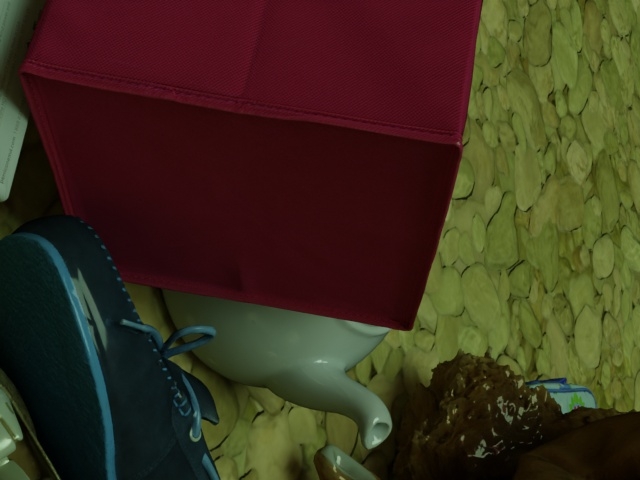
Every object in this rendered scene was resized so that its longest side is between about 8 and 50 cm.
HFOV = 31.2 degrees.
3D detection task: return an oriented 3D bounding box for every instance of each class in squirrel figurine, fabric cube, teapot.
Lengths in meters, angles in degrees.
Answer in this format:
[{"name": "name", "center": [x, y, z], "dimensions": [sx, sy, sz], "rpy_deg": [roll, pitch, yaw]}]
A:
[{"name": "squirrel figurine", "center": [0.171, 0.269, 1.063], "dimensions": [0.397, 0.370, 0.281], "rpy_deg": [-94, 179, -76]}, {"name": "fabric cube", "center": [-0.030, -0.122, 0.781], "dimensions": [0.254, 0.259, 0.258], "rpy_deg": [98, 3, -62]}, {"name": "teapot", "center": [0.000, 0.000, 0.961], "dimensions": [0.252, 0.187, 0.256], "rpy_deg": [-49, 122, -46]}]

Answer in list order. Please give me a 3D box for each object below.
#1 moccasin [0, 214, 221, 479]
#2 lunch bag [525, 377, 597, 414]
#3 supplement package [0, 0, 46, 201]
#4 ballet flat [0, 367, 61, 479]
[{"name": "moccasin", "center": [-0.136, 0.129, 0.815], "dimensions": [0.117, 0.137, 0.342], "rpy_deg": [-33, 125, -38]}, {"name": "lunch bag", "center": [0.254, 0.250, 1.346], "dimensions": [0.219, 0.090, 0.176], "rpy_deg": [8, 78, -53]}, {"name": "supplement package", "center": [-0.291, -0.119, 0.623], "dimensions": [0.244, 0.139, 0.134], "rpy_deg": [31, 60, -45]}, {"name": "ballet flat", "center": [-0.206, 0.144, 0.747], "dimensions": [0.073, 0.067, 0.206], "rpy_deg": [-40, 115, -27]}]
